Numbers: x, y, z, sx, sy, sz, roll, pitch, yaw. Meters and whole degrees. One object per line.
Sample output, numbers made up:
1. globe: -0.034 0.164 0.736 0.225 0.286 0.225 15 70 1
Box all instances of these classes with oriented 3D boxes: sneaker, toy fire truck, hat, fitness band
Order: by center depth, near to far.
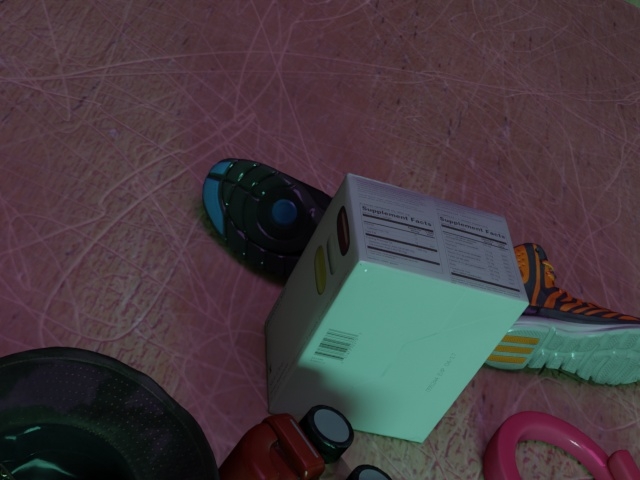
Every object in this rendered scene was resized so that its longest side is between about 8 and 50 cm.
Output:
1. hat: -0.248 0.264 0.961 0.331 0.134 0.331 4 50 -4
2. toy fire truck: -0.050 0.297 1.059 0.246 0.158 0.217 -4 48 -49
3. fitness band: 0.307 0.328 1.307 0.209 0.054 0.290 4 43 -25
4. sneaker: 0.000 0.000 1.456 0.341 0.125 0.139 30 11 5
5. sneaker: 0.346 0.091 1.535 0.321 0.124 0.180 11 42 -21

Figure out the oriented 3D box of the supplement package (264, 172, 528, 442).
1. supplement package: 0.075 0.084 1.260 0.204 0.262 0.145 15 40 -18
